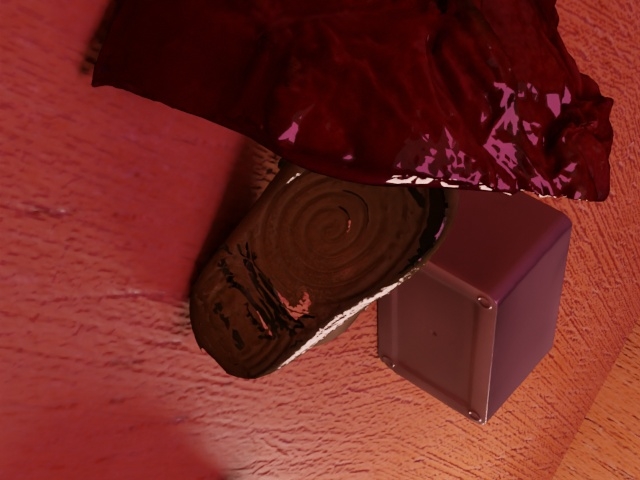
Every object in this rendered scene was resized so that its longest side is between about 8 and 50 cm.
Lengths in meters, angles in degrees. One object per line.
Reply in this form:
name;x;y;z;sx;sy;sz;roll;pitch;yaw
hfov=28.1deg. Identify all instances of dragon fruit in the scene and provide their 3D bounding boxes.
dragon fruit;0.065;-0.135;0.882;0.302;0.330;0.240;-59;177;-9

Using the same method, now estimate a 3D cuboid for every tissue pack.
tissue pack;0.160;0.059;1.392;0.136;0.159;0.246;-45;152;-29

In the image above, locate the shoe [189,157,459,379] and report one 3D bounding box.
shoe;-0.003;0.001;1.024;0.262;0.140;0.128;-45;180;22
